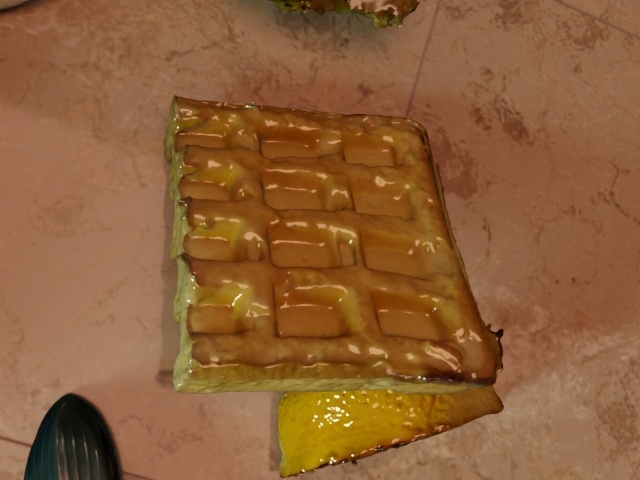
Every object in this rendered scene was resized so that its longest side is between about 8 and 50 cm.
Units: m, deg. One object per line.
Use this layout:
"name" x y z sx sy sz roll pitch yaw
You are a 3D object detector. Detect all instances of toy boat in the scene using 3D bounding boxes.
"toy boat" -0.231 0.267 0.700 0.092 0.103 0.246 -12 70 -3

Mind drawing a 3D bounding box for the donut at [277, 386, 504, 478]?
"donut" 0.084 0.170 0.761 0.258 0.152 0.101 -10 76 -19

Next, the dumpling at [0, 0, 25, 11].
"dumpling" -0.358 -0.313 0.738 0.247 0.142 0.173 -7 126 -9

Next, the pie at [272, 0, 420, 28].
"pie" 0.001 -0.401 0.861 0.288 0.103 0.355 -7 79 -16

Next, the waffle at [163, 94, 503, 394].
"waffle" 0.000 -0.001 0.735 0.304 0.078 0.348 4 50 -16
